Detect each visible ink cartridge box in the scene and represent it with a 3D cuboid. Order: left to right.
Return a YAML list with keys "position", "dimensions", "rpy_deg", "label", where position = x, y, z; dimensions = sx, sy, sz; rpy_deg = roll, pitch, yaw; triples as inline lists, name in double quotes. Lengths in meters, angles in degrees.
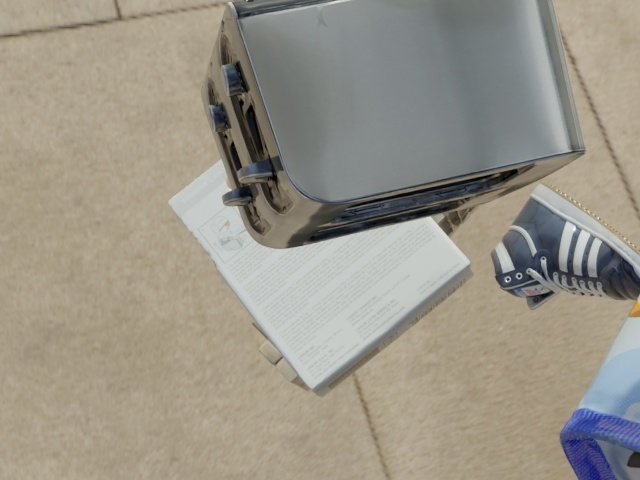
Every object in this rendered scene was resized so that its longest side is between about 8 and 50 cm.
- position: [0.000, 0.000, 1.051]
  dimensions: [0.189, 0.066, 0.232]
  rpy_deg: [-38, 70, -3]
  label: "ink cartridge box"

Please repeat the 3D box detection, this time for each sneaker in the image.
- position: [0.334, 0.048, 1.447]
  dimensions: [0.153, 0.099, 0.282]
  rpy_deg: [-50, 41, 6]
  label: "sneaker"

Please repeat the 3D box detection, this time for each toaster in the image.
- position: [0.036, -0.069, 0.584]
  dimensions: [0.186, 0.168, 0.110]
  rpy_deg: [-13, 86, -13]
  label: "toaster"

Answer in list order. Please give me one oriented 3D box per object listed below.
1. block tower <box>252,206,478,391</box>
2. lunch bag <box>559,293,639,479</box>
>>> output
- position: [0.058, 0.029, 1.368]
  dimensions: [0.091, 0.097, 0.335]
  rpy_deg: [42, 87, 19]
  label: "block tower"
- position: [0.365, 0.066, 0.491]
  dimensions: [0.328, 0.385, 0.239]
  rpy_deg: [-55, 128, -30]
  label: "lunch bag"
